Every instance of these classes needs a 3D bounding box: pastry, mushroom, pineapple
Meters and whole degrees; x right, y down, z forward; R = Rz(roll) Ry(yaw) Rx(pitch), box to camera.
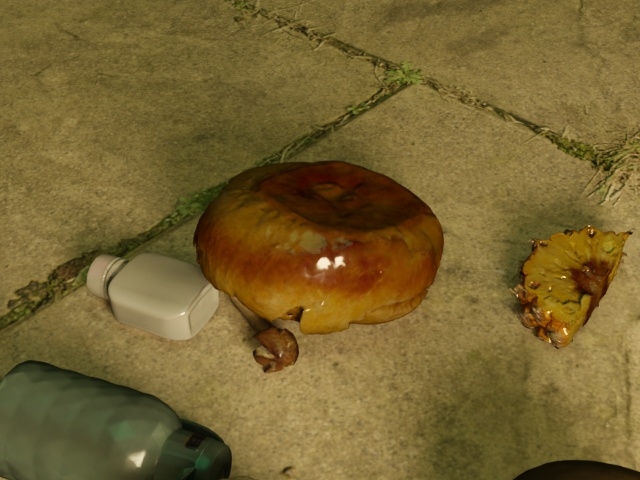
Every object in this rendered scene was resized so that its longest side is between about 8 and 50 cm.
[{"bbox_3d":[0.000,0.000,1.369,0.356,0.164,0.356,5,27,-2],"label":"pastry"},{"bbox_3d":[-0.091,0.119,1.339,0.061,0.060,0.187,-31,40,-14],"label":"mushroom"},{"bbox_3d":[0.344,0.048,1.380,0.135,0.079,0.233,23,46,30],"label":"pineapple"}]

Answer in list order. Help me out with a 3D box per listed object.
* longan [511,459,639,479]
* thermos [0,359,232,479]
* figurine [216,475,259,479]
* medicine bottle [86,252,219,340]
[{"bbox_3d":[0.258,0.338,0.907,0.258,0.258,0.258,-1,40,1],"label":"longan"},{"bbox_3d":[-0.241,0.242,1.142,0.286,0.145,0.182,13,9,14],"label":"thermos"},{"bbox_3d":[-0.016,0.371,0.958,0.332,0.204,0.185,27,77,4],"label":"figurine"},{"bbox_3d":[-0.246,0.073,1.386,0.183,0.069,0.119,17,44,20],"label":"medicine bottle"}]
